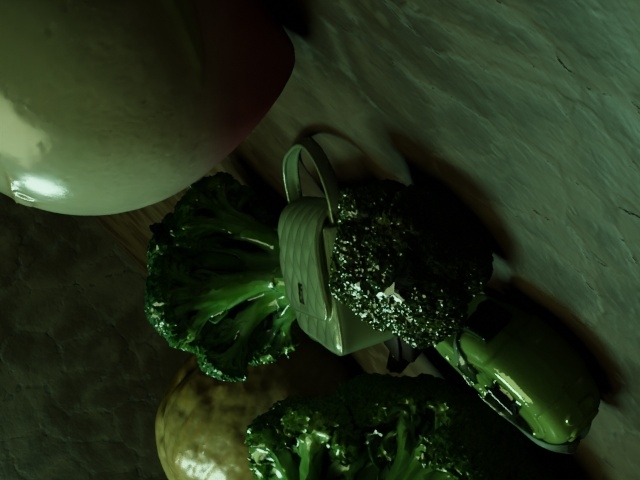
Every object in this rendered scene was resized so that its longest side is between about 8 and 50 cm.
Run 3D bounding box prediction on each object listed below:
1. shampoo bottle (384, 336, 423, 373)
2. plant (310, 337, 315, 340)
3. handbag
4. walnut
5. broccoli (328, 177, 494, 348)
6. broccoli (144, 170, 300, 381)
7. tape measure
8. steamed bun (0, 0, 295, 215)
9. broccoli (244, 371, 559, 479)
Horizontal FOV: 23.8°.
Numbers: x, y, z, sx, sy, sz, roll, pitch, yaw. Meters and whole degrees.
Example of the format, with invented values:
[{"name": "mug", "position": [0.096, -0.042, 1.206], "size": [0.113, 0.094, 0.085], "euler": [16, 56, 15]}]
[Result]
[{"name": "shampoo bottle", "position": [0.094, 0.087, 1.693], "size": [0.067, 0.068, 0.236], "euler": [45, 168, 18]}, {"name": "plant", "position": [-0.003, 0.119, 2.208], "size": [0.102, 0.051, 0.051], "euler": [40, 168, 50]}, {"name": "handbag", "position": [0.000, 0.000, 1.599], "size": [0.256, 0.079, 0.219], "euler": [-166, 60, -79]}, {"name": "walnut", "position": [-0.109, 0.287, 2.438], "size": [0.306, 0.344, 0.306], "euler": [35, 169, 8]}, {"name": "broccoli", "position": [0.076, 0.014, 1.382], "size": [0.162, 0.146, 0.138], "euler": [32, -159, -1]}, {"name": "broccoli", "position": [-0.080, 0.056, 1.923], "size": [0.269, 0.254, 0.269], "euler": [9, 162, 3]}, {"name": "tape measure", "position": [0.191, 0.125, 1.433], "size": [0.177, 0.087, 0.154], "euler": [43, 168, 7]}, {"name": "steamed bun", "position": [-0.165, -0.168, 1.326], "size": [0.309, 0.309, 0.309], "euler": [44, 169, 11]}, {"name": "broccoli", "position": [0.118, 0.309, 1.829], "size": [0.413, 0.321, 0.310], "euler": [47, -162, -16]}]
